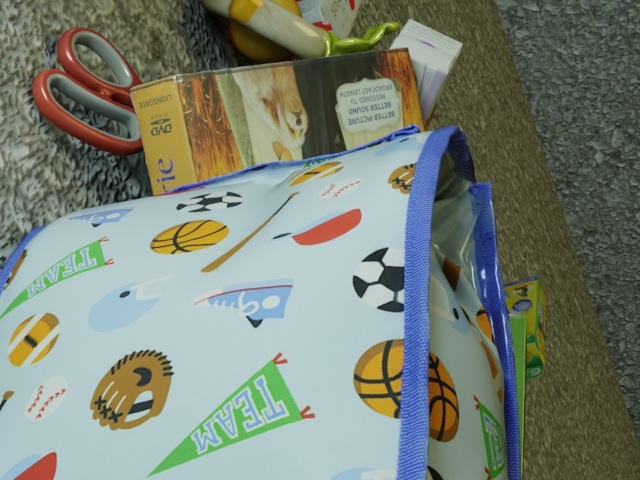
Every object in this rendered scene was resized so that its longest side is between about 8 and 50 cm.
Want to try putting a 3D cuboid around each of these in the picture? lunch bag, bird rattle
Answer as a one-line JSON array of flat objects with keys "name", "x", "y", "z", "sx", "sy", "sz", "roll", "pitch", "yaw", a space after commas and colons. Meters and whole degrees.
[{"name": "lunch bag", "x": -0.046, "y": 0.101, "z": 0.740, "sx": 0.386, "sy": 0.327, "sz": 0.239, "roll": -87, "pitch": 158, "yaw": -44}, {"name": "bird rattle", "x": -0.031, "y": -0.224, "z": 1.261, "sx": 0.207, "sy": 0.143, "sz": 0.253, "roll": 30, "pitch": 12, "yaw": -26}]

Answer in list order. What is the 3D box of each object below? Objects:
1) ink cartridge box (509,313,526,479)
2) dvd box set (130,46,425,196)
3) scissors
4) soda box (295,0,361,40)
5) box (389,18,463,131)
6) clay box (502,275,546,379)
[{"name": "ink cartridge box", "x": 0.190, "y": 0.216, "z": 1.360, "sx": 0.255, "sy": 0.097, "sz": 0.189, "roll": 68, "pitch": 25, "yaw": -62}, {"name": "dvd box set", "x": 0.007, "y": 0.052, "z": 1.030, "sx": 0.307, "sy": 0.062, "sz": 0.421, "roll": -15, "pitch": 96, "yaw": -47}, {"name": "scissors", "x": -0.108, "y": -0.081, "z": 0.993, "sx": 0.297, "sy": 0.021, "sz": 0.109, "roll": 30, "pitch": 43, "yaw": -31}, {"name": "soda box", "x": -0.001, "y": -0.299, "z": 1.527, "sx": 0.216, "sy": 0.069, "sz": 0.074, "roll": -72, "pitch": 142, "yaw": -55}, {"name": "box", "x": 0.063, "y": -0.084, "z": 1.253, "sx": 0.063, "sy": 0.067, "sz": 0.324, "roll": -58, "pitch": 173, "yaw": -45}, {"name": "clay box", "x": 0.295, "y": 0.150, "z": 1.890, "sx": 0.222, "sy": 0.127, "sz": 0.053, "roll": -71, "pitch": 140, "yaw": -58}]
